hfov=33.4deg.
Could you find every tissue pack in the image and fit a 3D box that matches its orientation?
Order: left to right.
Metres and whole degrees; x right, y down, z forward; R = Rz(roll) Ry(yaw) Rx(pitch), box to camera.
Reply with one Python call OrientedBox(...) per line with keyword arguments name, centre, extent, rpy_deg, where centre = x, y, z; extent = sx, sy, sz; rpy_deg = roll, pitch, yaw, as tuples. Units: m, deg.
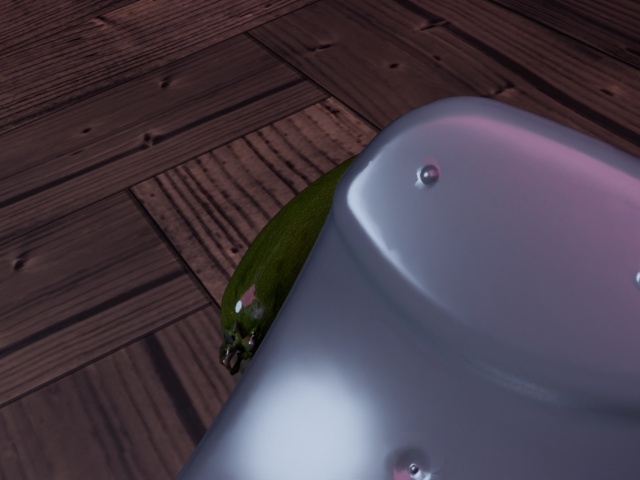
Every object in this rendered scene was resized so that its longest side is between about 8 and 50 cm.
OrientedBox(name="tissue pack", centre=(0.077, 0.122, 0.513), extent=(0.229, 0.236, 0.333), rpy_deg=(29, 86, 32))

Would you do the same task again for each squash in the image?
OrientedBox(name="squash", centre=(-0.001, -0.002, 0.913), extent=(0.318, 0.080, 0.071), rpy_deg=(-43, 5, -36))
